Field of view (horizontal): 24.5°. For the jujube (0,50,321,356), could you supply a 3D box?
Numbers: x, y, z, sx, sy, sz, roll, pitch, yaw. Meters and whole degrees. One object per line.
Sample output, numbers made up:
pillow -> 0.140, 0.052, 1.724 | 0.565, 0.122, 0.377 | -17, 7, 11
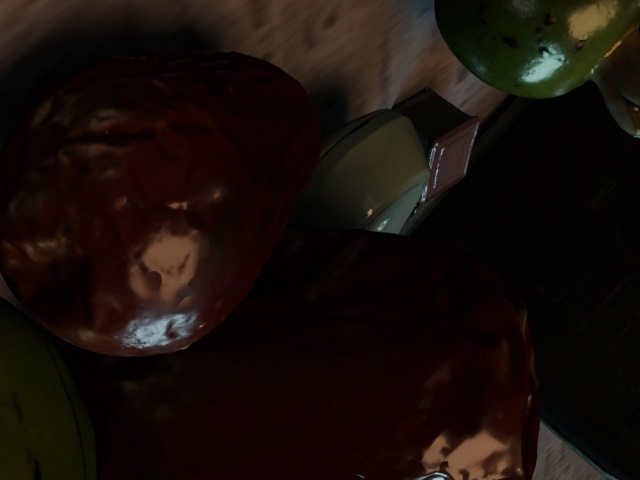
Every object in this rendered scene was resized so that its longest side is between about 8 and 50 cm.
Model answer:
jujube -> -0.101, -0.038, 0.976 | 0.255, 0.190, 0.190 | -42, 160, -53

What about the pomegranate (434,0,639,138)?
pomegranate -> 0.202, -0.180, 1.180 | 0.187, 0.225, 0.187 | -42, 169, -10

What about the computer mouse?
computer mouse -> -0.004, -0.005, 1.264 | 0.159, 0.097, 0.288 | -40, 168, -37

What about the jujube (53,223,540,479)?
jujube -> -0.026, 0.123, 1.105 | 0.377, 0.276, 0.276 | -6, 157, 11

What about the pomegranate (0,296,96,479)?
pomegranate -> -0.270, 0.148, 0.913 | 0.254, 0.254, 0.270 | -19, 157, -46

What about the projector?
projector -> 0.338, 0.024, 1.477 | 0.395, 0.405, 0.242 | -47, 155, -1

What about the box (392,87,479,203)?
box -> 0.098, -0.089, 1.339 | 0.060, 0.063, 0.084 | -32, 152, -26
